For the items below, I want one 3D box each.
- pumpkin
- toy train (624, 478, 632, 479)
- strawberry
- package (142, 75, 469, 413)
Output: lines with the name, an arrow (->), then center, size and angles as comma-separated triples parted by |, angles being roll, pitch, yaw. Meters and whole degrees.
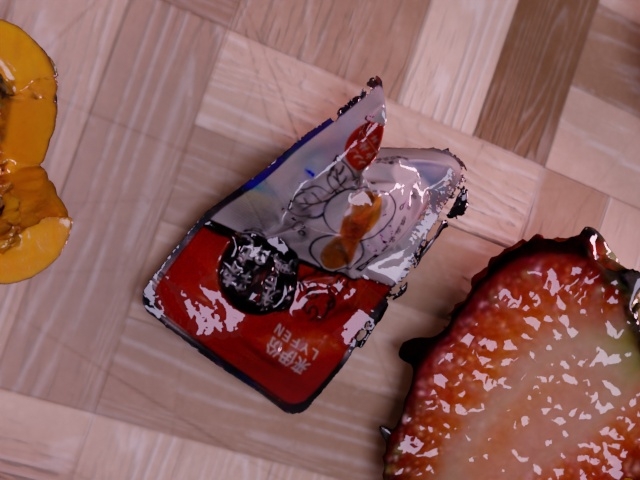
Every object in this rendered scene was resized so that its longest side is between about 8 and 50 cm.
pumpkin -> -0.249, -0.059, 0.769 | 0.119, 0.107, 0.183 | -1, 88, -30
toy train -> 0.373, 0.299, 1.095 | 0.202, 0.060, 0.081 | 40, 73, -21
strawberry -> 0.177, 0.141, 0.976 | 0.306, 0.138, 0.233 | -37, 89, 10
package -> 0.000, 0.000, 0.908 | 0.194, 0.071, 0.269 | 40, 93, -19
